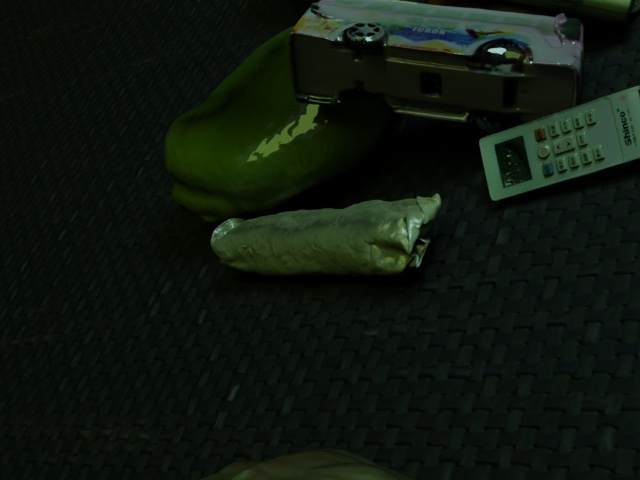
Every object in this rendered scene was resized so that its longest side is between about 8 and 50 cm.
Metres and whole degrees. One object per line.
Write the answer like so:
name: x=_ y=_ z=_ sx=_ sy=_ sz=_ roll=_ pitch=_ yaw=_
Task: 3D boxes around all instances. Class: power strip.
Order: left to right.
power strip: x=0.184 y=-0.270 z=1.088 sx=0.268 sy=0.034 sz=0.092 roll=15 pitch=44 yaw=12

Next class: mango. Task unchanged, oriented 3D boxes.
mango: x=0.171 y=-0.229 z=1.139 sx=0.115 sy=0.089 sz=0.165 roll=-26 pitch=40 yaw=6

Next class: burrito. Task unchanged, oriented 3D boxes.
burrito: x=0.000 y=0.000 z=1.077 sx=0.275 sy=0.059 sz=0.082 roll=-4 pitch=42 yaw=41

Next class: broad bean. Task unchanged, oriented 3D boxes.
broad bean: x=-0.045 y=-0.132 z=1.206 sx=0.291 sy=0.119 sz=0.238 roll=-28 pitch=37 yaw=17

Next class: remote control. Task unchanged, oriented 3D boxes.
remote control: x=0.221 y=-0.082 z=0.966 sx=0.166 sy=0.029 sz=0.065 roll=-17 pitch=79 yaw=34

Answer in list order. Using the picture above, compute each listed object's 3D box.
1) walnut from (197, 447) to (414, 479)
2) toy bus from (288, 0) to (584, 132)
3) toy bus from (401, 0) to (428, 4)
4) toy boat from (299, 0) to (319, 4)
walnut: x=-0.009 y=0.240 z=0.657 sx=0.248 sy=0.248 sz=0.248 roll=-25 pitch=38 yaw=22
toy bus: x=0.113 y=-0.171 z=1.041 sx=0.274 sy=0.090 sz=0.112 roll=10 pitch=42 yaw=17
toy bus: x=0.195 y=-0.396 z=1.280 sx=0.330 sy=0.109 sz=0.136 roll=-38 pitch=44 yaw=4
toy boat: x=-0.036 y=-0.371 z=1.461 sx=0.061 sy=0.116 sz=0.188 roll=-51 pitch=37 yaw=-2
